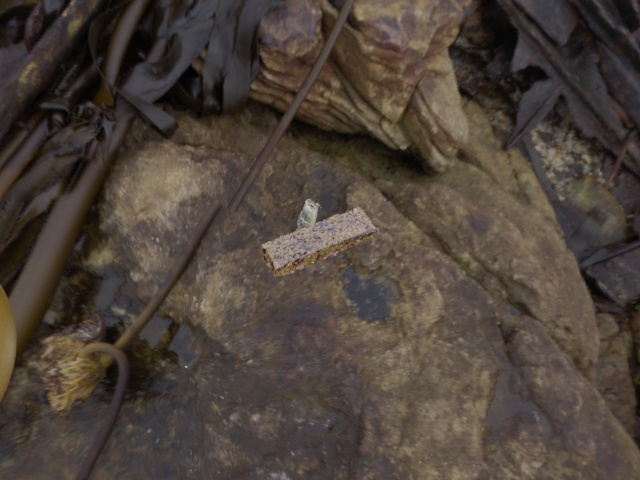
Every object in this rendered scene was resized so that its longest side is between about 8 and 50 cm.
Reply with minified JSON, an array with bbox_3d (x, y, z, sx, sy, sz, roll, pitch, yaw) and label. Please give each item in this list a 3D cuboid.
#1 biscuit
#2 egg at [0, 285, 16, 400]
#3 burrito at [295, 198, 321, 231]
[{"bbox_3d":[0.000,0.000,0.975,0.199,0.034,0.064,-20,55,-25],"label":"biscuit"},{"bbox_3d":[-0.568,0.159,0.815,0.282,0.283,0.351,-3,41,-13],"label":"egg"},{"bbox_3d":[-0.034,-0.041,1.442,0.045,0.185,0.041,30,62,8],"label":"burrito"}]
